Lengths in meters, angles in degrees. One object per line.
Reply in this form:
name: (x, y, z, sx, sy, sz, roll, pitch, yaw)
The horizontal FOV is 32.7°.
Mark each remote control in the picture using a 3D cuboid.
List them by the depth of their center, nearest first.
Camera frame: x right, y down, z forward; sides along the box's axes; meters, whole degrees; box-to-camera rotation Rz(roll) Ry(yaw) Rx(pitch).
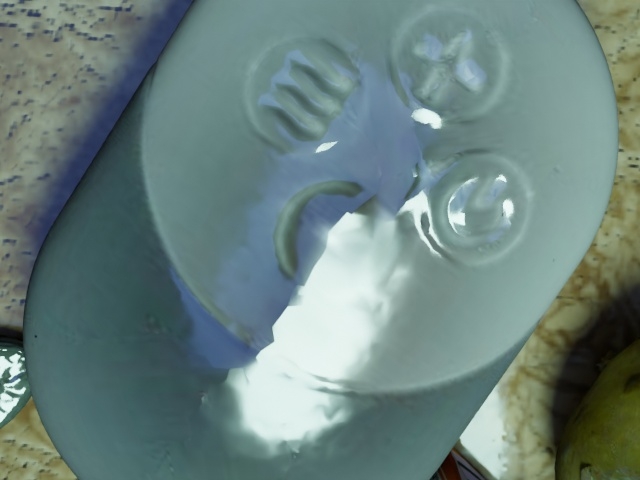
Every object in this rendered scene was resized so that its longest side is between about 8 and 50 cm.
remote control: (0.000, 0.000, 0.519, 0.221, 0.103, 0.332, 32, 97, -5)

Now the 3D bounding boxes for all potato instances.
potato: (0.185, 0.128, 0.536, 0.137, 0.137, 0.176, -6, 88, -2)

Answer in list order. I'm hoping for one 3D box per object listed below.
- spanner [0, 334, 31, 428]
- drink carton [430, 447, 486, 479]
spanner: (-0.297, 0.064, 0.519, 0.325, 0.026, 0.093, -1, 102, -17)
drink carton: (0.017, 0.218, 0.569, 0.223, 0.071, 0.096, -44, 99, 5)
